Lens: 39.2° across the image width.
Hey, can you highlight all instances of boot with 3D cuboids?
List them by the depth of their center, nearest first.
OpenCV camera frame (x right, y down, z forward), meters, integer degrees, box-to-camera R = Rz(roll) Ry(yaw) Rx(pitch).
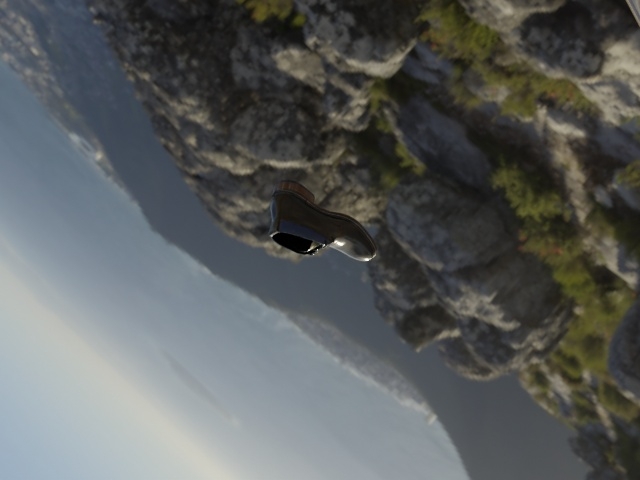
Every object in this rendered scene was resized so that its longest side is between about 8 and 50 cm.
[{"bbox_3d":[0.000,0.000,1.498,0.219,0.106,0.082,33,136,-22],"label":"boot"}]

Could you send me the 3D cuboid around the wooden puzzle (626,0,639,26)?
[{"bbox_3d":[0.534,-0.433,1.371,0.322,0.081,0.348,65,-176,5],"label":"wooden puzzle"}]
